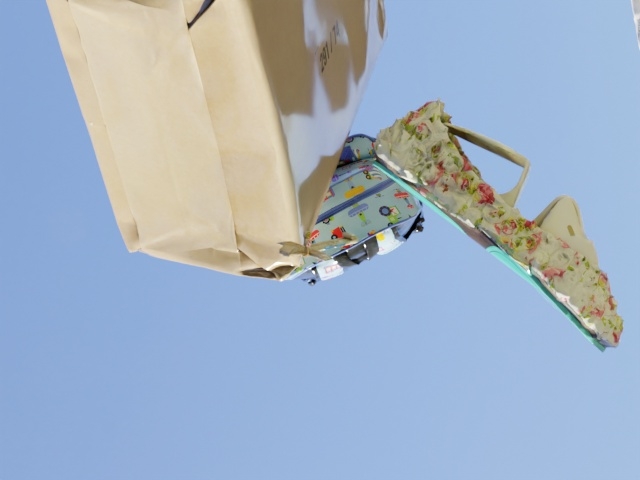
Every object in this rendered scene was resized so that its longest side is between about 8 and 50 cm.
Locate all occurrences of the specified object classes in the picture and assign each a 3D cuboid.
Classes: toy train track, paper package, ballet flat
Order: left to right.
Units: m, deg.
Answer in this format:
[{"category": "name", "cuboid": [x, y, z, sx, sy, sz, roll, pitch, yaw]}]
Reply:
[{"category": "paper package", "cuboid": [-0.070, -0.192, 1.151, 0.310, 0.168, 0.325, 80, -157, -45]}, {"category": "toy train track", "cuboid": [0.000, 0.000, 1.039, 0.083, 0.048, 0.014, -11, -66, -50]}, {"category": "ballet flat", "cuboid": [0.142, -0.020, 1.014, 0.241, 0.077, 0.091, 41, -175, 13]}]

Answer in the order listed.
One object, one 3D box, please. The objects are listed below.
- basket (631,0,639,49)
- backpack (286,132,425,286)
[{"category": "basket", "cuboid": [0.592, -0.314, 1.811, 0.331, 0.266, 0.328, -136, 30, -82]}, {"category": "backpack", "cuboid": [0.016, -0.028, 1.291, 0.117, 0.158, 0.173, 64, -175, -2]}]
